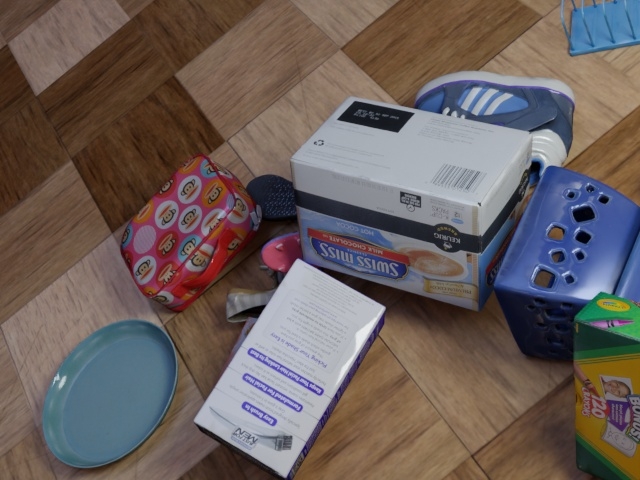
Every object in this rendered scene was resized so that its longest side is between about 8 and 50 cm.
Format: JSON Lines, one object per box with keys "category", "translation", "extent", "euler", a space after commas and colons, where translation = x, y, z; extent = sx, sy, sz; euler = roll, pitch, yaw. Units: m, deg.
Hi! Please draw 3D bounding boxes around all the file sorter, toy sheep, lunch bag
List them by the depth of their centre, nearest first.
{"category": "file sorter", "translation": [0.551, -0.442, 1.906], "extent": [0.170, 0.104, 0.118], "euler": [-6, 54, 28]}
{"category": "toy sheep", "translation": [-0.056, 0.055, 1.919], "extent": [0.132, 0.091, 0.091], "euler": [6, 60, 16]}
{"category": "lunch bag", "translation": [-0.263, -0.008, 2.043], "extent": [0.293, 0.120, 0.258], "euler": [-46, 45, 8]}

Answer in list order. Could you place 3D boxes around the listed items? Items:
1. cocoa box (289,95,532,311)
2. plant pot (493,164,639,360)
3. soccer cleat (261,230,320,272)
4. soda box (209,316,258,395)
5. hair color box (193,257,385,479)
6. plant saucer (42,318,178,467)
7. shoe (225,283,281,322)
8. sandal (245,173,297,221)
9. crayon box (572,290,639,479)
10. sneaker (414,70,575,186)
{"category": "cocoa box", "translation": [0.156, -0.069, 1.706], "extent": [0.347, 0.228, 0.231], "euler": [15, 43, 25]}
{"category": "plant pot", "translation": [0.422, 0.056, 1.538], "extent": [0.212, 0.236, 0.236], "euler": [16, 66, 32]}
{"category": "soccer cleat", "translation": [0.000, 0.000, 1.883], "extent": [0.248, 0.083, 0.095], "euler": [-15, 26, -17]}
{"category": "soda box", "translation": [-0.135, 0.236, 1.854], "extent": [0.063, 0.058, 0.183], "euler": [10, 64, 36]}
{"category": "hair color box", "translation": [-0.047, 0.225, 1.733], "extent": [0.185, 0.110, 0.339], "euler": [29, 72, 12]}
{"category": "plant saucer", "translation": [-0.408, 0.304, 1.979], "extent": [0.317, 0.044, 0.318], "euler": [-16, 51, 21]}
{"category": "shoe", "translation": [-0.084, 0.123, 1.890], "extent": [0.219, 0.076, 0.058], "euler": [-5, 51, 28]}
{"category": "sandal", "translation": [-0.049, -0.074, 2.038], "extent": [0.254, 0.054, 0.097], "euler": [10, 73, 32]}
{"category": "crayon box", "translation": [0.440, 0.221, 1.370], "extent": [0.165, 0.278, 0.081], "euler": [18, 40, 39]}
{"category": "sneaker", "translation": [0.301, -0.186, 1.849], "extent": [0.322, 0.130, 0.236], "euler": [4, 56, 26]}
